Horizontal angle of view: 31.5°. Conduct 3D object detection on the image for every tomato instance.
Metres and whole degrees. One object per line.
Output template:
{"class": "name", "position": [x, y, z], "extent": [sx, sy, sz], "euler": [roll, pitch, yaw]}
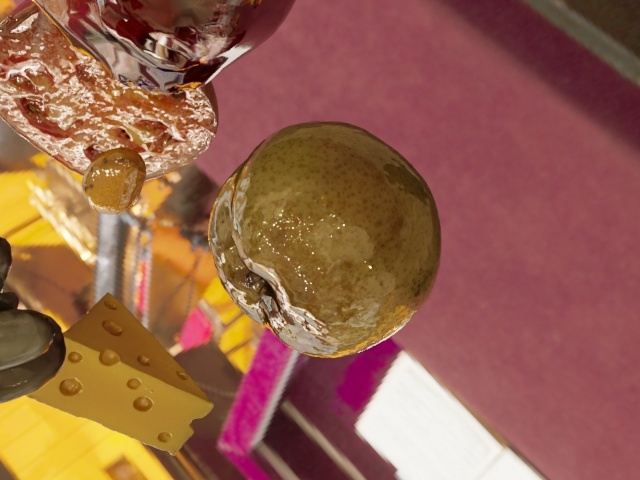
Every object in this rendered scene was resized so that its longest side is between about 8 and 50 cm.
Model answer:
{"class": "tomato", "position": [-0.301, -0.238, 1.599], "extent": [0.338, 0.144, 0.338], "euler": [8, 138, 7]}

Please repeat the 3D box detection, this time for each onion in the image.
{"class": "onion", "position": [-0.120, -0.214, 0.695], "extent": [0.252, 0.219, 0.252], "euler": [27, 123, 51]}

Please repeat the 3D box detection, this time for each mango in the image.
{"class": "mango", "position": [-0.271, -0.079, 1.501], "extent": [0.079, 0.057, 0.114], "euler": [35, 130, -17]}

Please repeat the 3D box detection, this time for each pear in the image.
{"class": "pear", "position": [0.000, 0.000, 0.769], "extent": [0.167, 0.136, 0.167], "euler": [39, 152, 25]}

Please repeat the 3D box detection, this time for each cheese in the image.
{"class": "cheese", "position": [-0.205, 0.157, 1.224], "extent": [0.171, 0.126, 0.093], "euler": [37, 113, -2]}

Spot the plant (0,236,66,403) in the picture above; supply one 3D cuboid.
{"class": "plant", "position": [-0.281, 0.099, 0.650], "extent": [0.149, 0.274, 0.146], "euler": [56, 180, 21]}
